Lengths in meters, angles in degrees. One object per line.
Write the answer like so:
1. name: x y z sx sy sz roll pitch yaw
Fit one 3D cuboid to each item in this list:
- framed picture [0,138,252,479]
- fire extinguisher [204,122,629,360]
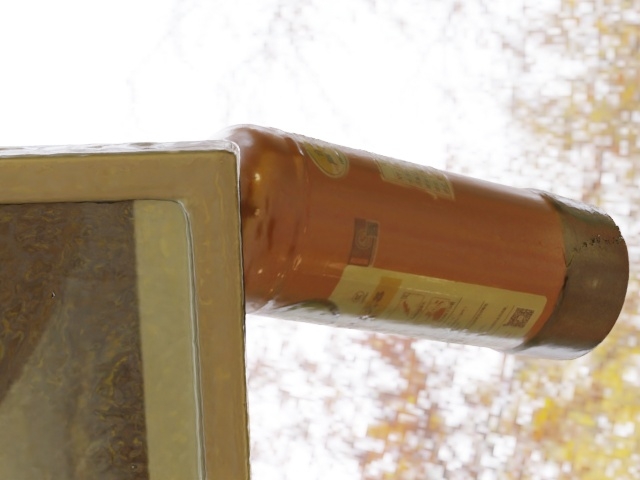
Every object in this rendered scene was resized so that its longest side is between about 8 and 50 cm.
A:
1. framed picture: -0.088 0.078 0.387 0.150 0.015 0.203 -1 -75 1
2. fire extinguisher: 0.002 0.010 1.081 0.376 0.200 0.113 11 -117 -35
